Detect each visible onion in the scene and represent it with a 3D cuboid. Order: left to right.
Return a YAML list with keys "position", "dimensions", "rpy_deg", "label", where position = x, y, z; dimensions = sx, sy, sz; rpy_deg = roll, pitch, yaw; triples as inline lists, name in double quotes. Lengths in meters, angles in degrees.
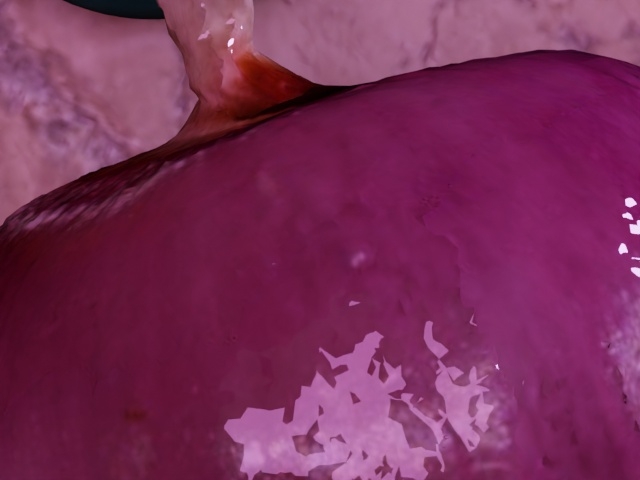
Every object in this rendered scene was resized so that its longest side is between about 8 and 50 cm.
- position: [0.022, 0.032, 0.613]
  dimensions: [0.358, 0.358, 0.345]
  rpy_deg: [9, 93, 5]
  label: "onion"

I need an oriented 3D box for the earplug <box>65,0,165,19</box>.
- position: [-0.136, -0.224, 0.721]
  dimensions: [0.257, 0.280, 0.164]
  rpy_deg: [17, 67, 40]
  label: "earplug"
